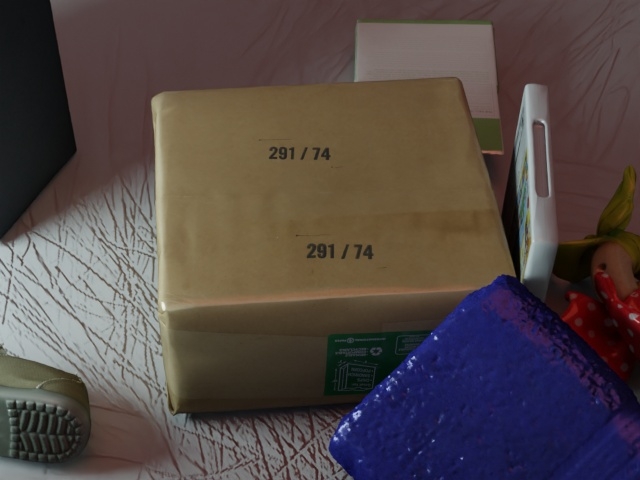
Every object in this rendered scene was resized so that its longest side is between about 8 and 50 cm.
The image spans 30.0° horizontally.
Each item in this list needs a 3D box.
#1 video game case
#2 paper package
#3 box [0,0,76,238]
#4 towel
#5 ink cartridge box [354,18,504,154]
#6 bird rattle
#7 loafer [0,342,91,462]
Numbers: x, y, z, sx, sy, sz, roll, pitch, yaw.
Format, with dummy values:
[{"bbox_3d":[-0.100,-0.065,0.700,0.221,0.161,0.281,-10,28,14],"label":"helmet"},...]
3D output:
[{"bbox_3d":[0.193,0.003,1.134,0.026,0.227,0.206,5,47,3],"label":"video game case"},{"bbox_3d":[0.000,0.000,1.177,0.325,0.168,0.309,-3,49,-5],"label":"paper package"},{"bbox_3d":[-0.442,-0.188,1.255,0.294,0.296,0.182,17,49,15],"label":"box"},{"bbox_3d":[0.179,0.205,0.978,0.227,0.076,0.308,-44,69,4],"label":"towel"},{"bbox_3d":[0.124,-0.170,1.411,0.171,0.056,0.235,2,50,1],"label":"ink cartridge box"},{"bbox_3d":[0.312,0.056,1.133,0.207,0.143,0.253,29,27,-21],"label":"bird rattle"},{"bbox_3d":[-0.329,0.142,1.106,0.251,0.094,0.087,14,23,0],"label":"loafer"}]
